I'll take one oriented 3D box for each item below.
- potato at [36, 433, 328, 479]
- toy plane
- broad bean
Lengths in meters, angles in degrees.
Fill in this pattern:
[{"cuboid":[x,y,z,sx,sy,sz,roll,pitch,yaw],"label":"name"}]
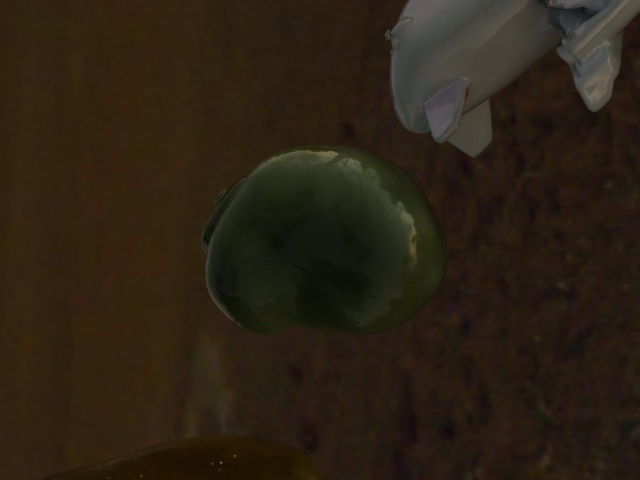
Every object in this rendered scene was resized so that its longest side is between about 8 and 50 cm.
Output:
[{"cuboid":[-0.168,0.264,1.399,0.176,0.369,0.195,66,165,1],"label":"potato"},{"cuboid":[0.135,-0.166,1.093,0.252,0.118,0.252,-36,39,36],"label":"toy plane"},{"cuboid":[0.000,0.000,1.322,0.228,0.100,0.169,1,123,30],"label":"broad bean"}]
